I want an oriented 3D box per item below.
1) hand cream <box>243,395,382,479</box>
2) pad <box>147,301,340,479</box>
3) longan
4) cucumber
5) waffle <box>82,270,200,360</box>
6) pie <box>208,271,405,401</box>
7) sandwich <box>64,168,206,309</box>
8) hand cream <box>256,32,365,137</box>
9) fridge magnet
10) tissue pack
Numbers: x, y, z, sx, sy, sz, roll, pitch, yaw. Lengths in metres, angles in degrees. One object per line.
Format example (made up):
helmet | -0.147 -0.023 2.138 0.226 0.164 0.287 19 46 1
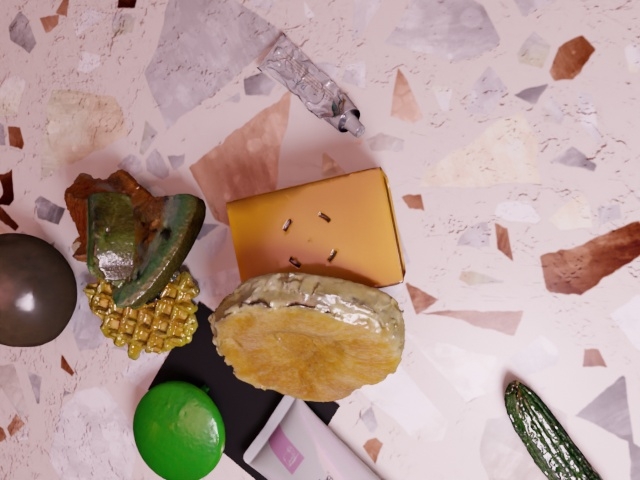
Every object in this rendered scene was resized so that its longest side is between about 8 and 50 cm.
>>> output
hand cream | 0.030 0.462 0.798 0.359 0.118 0.185 35 101 15
pad | -0.171 0.330 0.892 0.367 0.007 0.247 33 100 11
longan | -0.637 0.109 0.899 0.248 0.248 0.248 1 92 14
cucumber | 0.392 0.358 0.720 0.077 0.077 0.265 -39 81 12
waffle | -0.369 0.128 0.903 0.243 0.059 0.238 -26 84 11
pie | -0.024 0.173 0.724 0.339 0.083 0.339 2 135 2
sandwich | -0.390 -0.044 0.824 0.301 0.162 0.250 32 79 21
hand cream | -0.008 -0.283 0.805 0.257 0.050 0.084 44 100 15
fridge magnet | -0.288 0.389 0.876 0.208 0.088 0.208 0 92 14
tissue pack | 0.000 0.000 0.766 0.274 0.145 0.194 -10 88 15
